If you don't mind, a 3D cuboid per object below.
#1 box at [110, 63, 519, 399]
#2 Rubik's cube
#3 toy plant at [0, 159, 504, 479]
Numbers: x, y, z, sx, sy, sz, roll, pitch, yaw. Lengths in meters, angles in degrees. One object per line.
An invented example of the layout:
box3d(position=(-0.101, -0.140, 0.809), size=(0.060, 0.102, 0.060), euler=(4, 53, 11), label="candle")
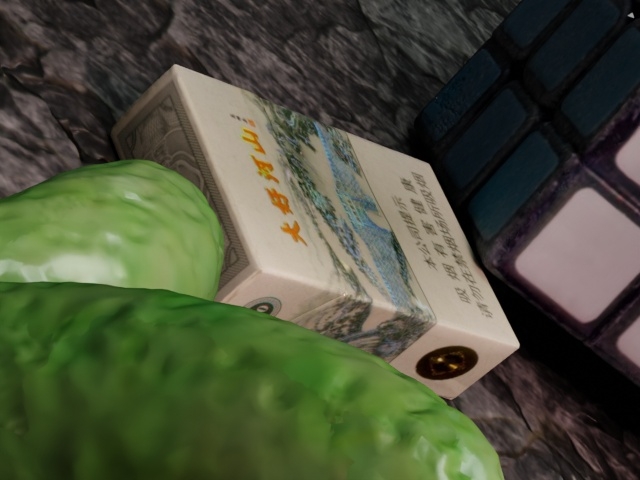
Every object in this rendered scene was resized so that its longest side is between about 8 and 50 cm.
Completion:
box3d(position=(0.000, 0.000, 1.255), size=(0.256, 0.069, 0.164), euler=(18, 39, -47), label="box")
box3d(position=(0.291, -0.061, 1.457), size=(0.304, 0.301, 0.305), euler=(37, 11, -21), label="Rubik's cube")
box3d(position=(-0.162, 0.054, 0.635), size=(0.356, 0.210, 0.317), euler=(7, 12, -23), label="toy plant")
